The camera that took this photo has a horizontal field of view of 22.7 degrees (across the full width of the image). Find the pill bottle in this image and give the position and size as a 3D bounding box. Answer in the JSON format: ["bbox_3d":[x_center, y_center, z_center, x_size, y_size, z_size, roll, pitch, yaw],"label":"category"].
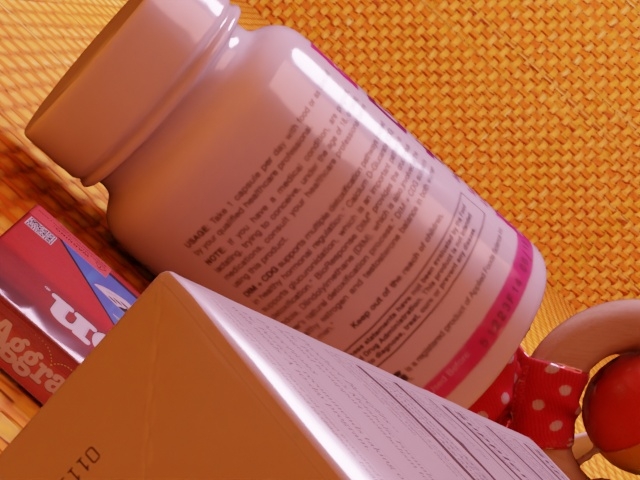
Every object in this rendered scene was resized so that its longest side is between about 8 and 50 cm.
[{"bbox_3d":[-0.020,-0.021,0.922,0.283,0.160,0.160,41,9,-14],"label":"pill bottle"}]

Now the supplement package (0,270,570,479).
[{"bbox_3d":[0.015,0.127,0.447,0.134,0.139,0.244,47,10,32],"label":"supplement package"}]

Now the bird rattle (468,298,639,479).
[{"bbox_3d":[0.185,0.128,1.067,0.253,0.207,0.143,53,-9,4],"label":"bird rattle"}]

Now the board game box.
[{"bbox_3d":[-0.042,0.097,0.708,0.281,0.027,0.145,42,10,-7],"label":"board game box"}]

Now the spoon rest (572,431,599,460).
[{"bbox_3d":[0.299,0.254,1.306,0.276,0.084,0.137,47,10,29],"label":"spoon rest"}]
